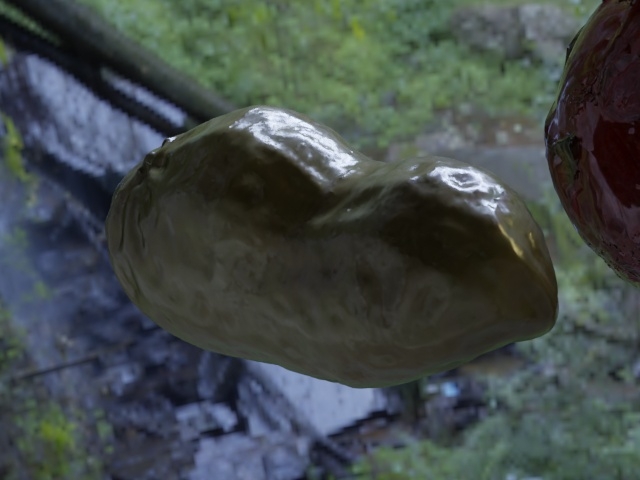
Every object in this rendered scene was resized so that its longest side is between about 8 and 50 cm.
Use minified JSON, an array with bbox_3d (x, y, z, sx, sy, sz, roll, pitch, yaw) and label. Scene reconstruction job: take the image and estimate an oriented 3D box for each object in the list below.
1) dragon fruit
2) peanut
[{"bbox_3d":[0.313,-0.080,1.219,0.296,0.295,0.302,-24,-7,-24],"label":"dragon fruit"},{"bbox_3d":[0.000,0.000,1.195,0.387,0.192,0.169,11,39,42],"label":"peanut"}]
